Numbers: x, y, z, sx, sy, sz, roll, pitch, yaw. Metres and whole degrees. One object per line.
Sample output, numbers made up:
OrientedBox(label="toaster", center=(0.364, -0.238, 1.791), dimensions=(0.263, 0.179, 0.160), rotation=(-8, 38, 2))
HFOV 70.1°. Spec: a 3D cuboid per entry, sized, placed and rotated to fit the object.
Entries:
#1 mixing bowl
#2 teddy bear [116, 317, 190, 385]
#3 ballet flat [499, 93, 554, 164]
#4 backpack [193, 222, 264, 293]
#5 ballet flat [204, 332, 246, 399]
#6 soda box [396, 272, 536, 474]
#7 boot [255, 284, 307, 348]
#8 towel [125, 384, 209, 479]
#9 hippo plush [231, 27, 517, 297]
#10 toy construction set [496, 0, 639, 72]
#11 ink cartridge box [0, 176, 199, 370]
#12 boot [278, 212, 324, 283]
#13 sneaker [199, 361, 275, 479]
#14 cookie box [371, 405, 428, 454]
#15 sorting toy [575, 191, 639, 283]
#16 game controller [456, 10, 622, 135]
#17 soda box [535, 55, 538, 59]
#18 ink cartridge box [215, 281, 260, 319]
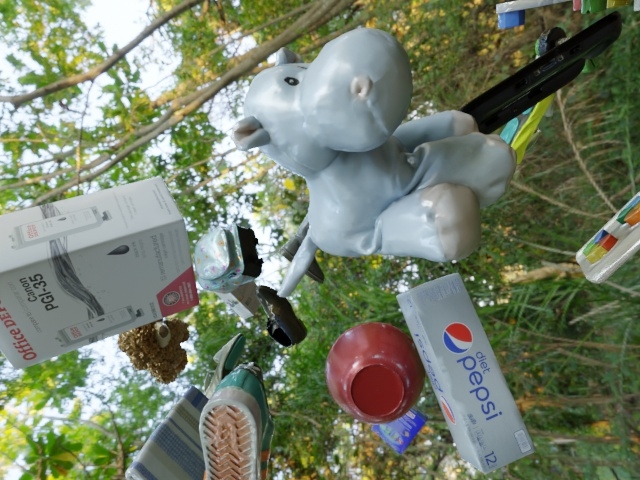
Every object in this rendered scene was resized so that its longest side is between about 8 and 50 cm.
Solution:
OrientedBox(label="mixing bowl", center=(0.095, 0.239, 0.779), dimensions=(0.098, 0.181, 0.182), rotation=(-27, -77, -86))
OrientedBox(label="teddy bear", center=(-0.444, 0.288, 1.309), dimensions=(0.338, 0.112, 0.245), rotation=(82, -168, -55))
OrientedBox(label="ballet flat", center=(0.447, -0.261, 0.973), dimensions=(0.077, 0.077, 0.231), rotation=(-96, 20, -55))
OrientedBox(label="backpack", center=(-0.272, 0.058, 1.276), dimensions=(0.144, 0.188, 0.166), rotation=(10, -126, -48))
OrientedBox(label="ballet flat", center=(-0.314, 0.407, 1.444), dimensions=(0.086, 0.086, 0.249), rotation=(41, -119, -51))
OrientedBox(label="soda box", center=(0.223, 0.202, 0.728), dimensions=(0.098, 0.091, 0.287), rotation=(107, 142, -78))
OrientedBox(label="boot", center=(-0.131, 0.228, 1.375), dimensions=(0.219, 0.082, 0.106), rotation=(47, -163, 4))
OrientedBox(label="towel", center=(-0.237, 0.426, 0.888), dimensions=(0.209, 0.034, 0.285), rotation=(46, -167, -5))
OrientedBox(label="hippo plush", center=(0.037, -0.112, 0.505), dimensions=(0.237, 0.294, 0.234), rotation=(51, -135, -29))
OrientedBox(label="toy construction set", center=(0.433, -0.444, 0.675), dimensions=(0.257, 0.237, 0.309), rotation=(4, -81, -31))
OrientedBox(label="ink cartridge box", center=(-0.345, 0.048, 0.683), dimensions=(0.117, 0.282, 0.207), rotation=(52, 150, 36))
OrientedBox(label="boot", center=(0.002, 0.001, 1.323), dimensions=(0.189, 0.076, 0.209), rotation=(42, -96, -30))
OrientedBox(label="sneaker", center=(-0.118, 0.324, 0.681), dimensions=(0.121, 0.108, 0.303), rotation=(-60, -20, -69))
OrientedBox(label="cookie box", center=(0.193, 0.443, 1.107), dimensions=(0.091, 0.107, 0.040), rotation=(37, -166, 17))
OrientedBox(label="sorting toy", center=(0.555, -0.017, 0.847), dimensions=(0.038, 0.193, 0.208), rotation=(41, -159, 11))
OrientedBox(label="game controller", center=(0.295, -0.231, 0.690), dimensions=(0.067, 0.319, 0.166), rotation=(56, 172, 9))
OrientedBox(label="soda box", center=(0.656, -0.481, 1.338), dimensions=(0.058, 0.061, 0.182), rotation=(-1, -63, -29))
OrientedBox(label="ink cartridge box", center=(-0.279, 0.162, 1.525), dimensions=(0.181, 0.061, 0.104), rotation=(49, -141, -21))
